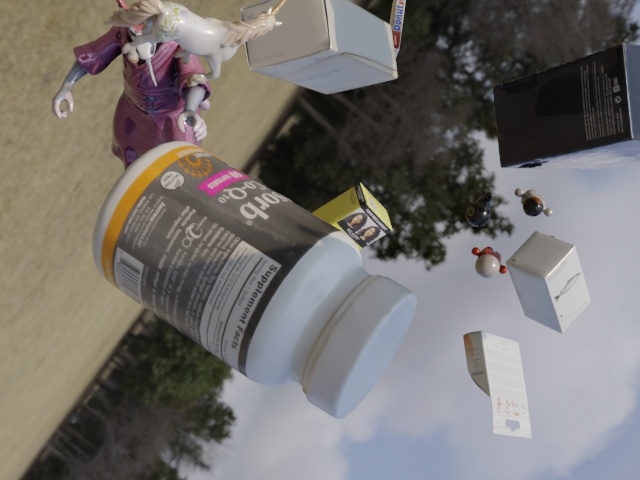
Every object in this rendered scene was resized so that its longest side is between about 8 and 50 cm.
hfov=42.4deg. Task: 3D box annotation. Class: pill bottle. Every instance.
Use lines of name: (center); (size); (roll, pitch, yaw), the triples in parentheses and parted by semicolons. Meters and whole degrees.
pill bottle: (-0.061, 0.035, 0.770); (0.162, 0.279, 0.162); (-50, 160, -26)

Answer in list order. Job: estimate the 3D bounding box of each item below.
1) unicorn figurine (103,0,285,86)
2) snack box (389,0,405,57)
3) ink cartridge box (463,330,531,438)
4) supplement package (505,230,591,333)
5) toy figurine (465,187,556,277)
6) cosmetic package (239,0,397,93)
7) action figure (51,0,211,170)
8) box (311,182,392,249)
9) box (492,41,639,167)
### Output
unicorn figurine: (-0.116, -0.199, 0.801); (0.162, 0.060, 0.111); (-4, 165, -45)
snack box: (0.154, -0.439, 1.684); (0.064, 0.022, 0.178); (108, -8, -62)
ink cartridge box: (0.316, 0.259, 1.466); (0.045, 0.145, 0.179); (-16, -114, 37)
supplement package: (0.478, 0.087, 1.723); (0.105, 0.179, 0.105); (-43, -140, -17)
toy figurine: (0.469, -0.020, 2.031); (0.210, 0.212, 0.148); (-7, -169, 18)
cosmetic package: (0.007, -0.346, 1.461); (0.160, 0.113, 0.309); (-8, 179, 26)
action figure: (-0.229, -0.233, 1.232); (0.370, 0.248, 0.275); (100, 14, -54)
box: (0.000, 0.000, 1.400); (0.232, 0.087, 0.058); (-30, -138, 18)
box: (0.581, -0.252, 1.649); (0.313, 0.343, 0.178); (-8, -94, 55)
